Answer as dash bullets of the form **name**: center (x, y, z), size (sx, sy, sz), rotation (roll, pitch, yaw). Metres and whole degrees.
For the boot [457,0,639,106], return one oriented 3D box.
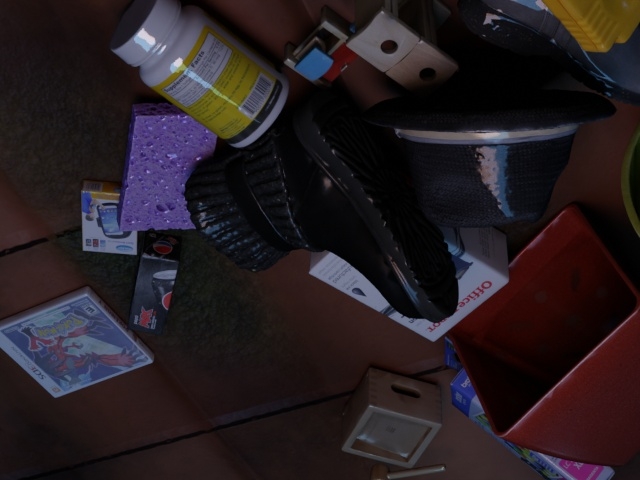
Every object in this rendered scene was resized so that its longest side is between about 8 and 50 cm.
- **boot**: center (0.352, -0.299, 1.537), size (0.338, 0.118, 0.223), rotation (16, 127, -19)

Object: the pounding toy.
- **pounding toy**: center (0.127, 0.320, 2.147), size (0.181, 0.094, 0.206), rotation (16, 132, -12)

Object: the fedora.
- **fedora**: center (0.203, -0.098, 1.574), size (0.334, 0.334, 0.153), rotation (-3, 101, 5)

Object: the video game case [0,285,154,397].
- **video game case**: center (-0.398, 0.166, 2.066), size (0.201, 0.023, 0.183), rotation (-21, 130, 21)

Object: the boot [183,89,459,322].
- **boot**: center (0.001, -0.002, 1.710), size (0.260, 0.131, 0.348), rotation (-34, 90, 33)

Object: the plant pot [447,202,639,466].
- **plant pot**: center (0.378, 0.160, 1.825), size (0.235, 0.267, 0.267), rotation (35, 108, -28)

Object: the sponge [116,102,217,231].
- **sponge**: center (-0.210, -0.099, 1.780), size (0.117, 0.031, 0.210), rotation (-1, 135, -19)

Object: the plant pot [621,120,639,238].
- **plant pot**: center (0.596, 0.011, 1.689), size (0.366, 0.367, 0.353), rotation (-11, 143, 12)

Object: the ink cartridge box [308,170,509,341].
- **ink cartridge box**: center (0.128, 0.020, 1.854), size (0.237, 0.100, 0.172), rotation (29, 128, -24)

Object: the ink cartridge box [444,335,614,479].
- **ink cartridge box**: center (0.295, 0.278, 1.963), size (0.311, 0.065, 0.186), rotation (41, 172, 15)

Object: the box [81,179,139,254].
- **box**: center (-0.304, -0.027, 1.876), size (0.081, 0.028, 0.136), rotation (4, 132, -3)

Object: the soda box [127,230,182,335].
- **soda box**: center (-0.249, 0.066, 1.945), size (0.060, 0.053, 0.169), rotation (10, 134, -8)

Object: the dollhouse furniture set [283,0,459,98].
- **dollhouse furniture set**: center (0.061, -0.226, 1.600), size (0.129, 0.129, 0.183), rotation (32, 126, -26)

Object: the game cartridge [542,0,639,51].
- **game cartridge**: center (0.284, -0.398, 1.354), size (0.323, 0.285, 0.052), rotation (41, 166, -31)

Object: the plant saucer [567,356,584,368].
- **plant saucer**: center (0.440, 0.243, 2.070), size (0.332, 0.084, 0.332), rotation (1, 135, 1)

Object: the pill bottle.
- **pill bottle**: center (-0.151, -0.219, 1.622), size (0.208, 0.119, 0.119), rotation (35, 125, -27)
